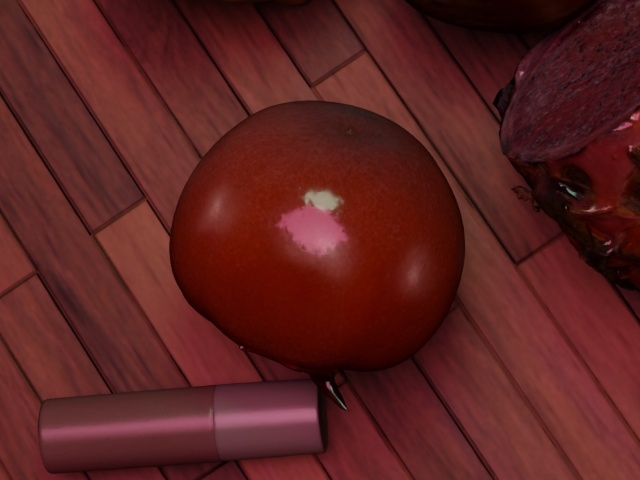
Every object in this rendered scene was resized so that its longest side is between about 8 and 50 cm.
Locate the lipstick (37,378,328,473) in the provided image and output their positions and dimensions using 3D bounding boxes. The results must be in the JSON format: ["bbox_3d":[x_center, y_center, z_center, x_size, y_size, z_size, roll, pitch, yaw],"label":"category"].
[{"bbox_3d":[-0.123,0.168,1.773,0.254,0.070,0.070,-5,80,7],"label":"lipstick"}]

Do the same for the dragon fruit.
[{"bbox_3d":[0.331,-0.079,1.677,0.296,0.314,0.263,-38,110,16],"label":"dragon fruit"}]

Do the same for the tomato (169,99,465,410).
[{"bbox_3d":[0.000,0.000,1.693,0.256,0.256,0.224,21,118,10],"label":"tomato"}]

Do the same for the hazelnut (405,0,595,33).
[{"bbox_3d":[0.141,-0.286,1.718,0.229,0.229,0.229,-1,80,7],"label":"hazelnut"}]

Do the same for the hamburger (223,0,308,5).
[{"bbox_3d":[-0.066,-0.343,1.770,0.237,0.276,0.276,15,79,-35],"label":"hamburger"}]
